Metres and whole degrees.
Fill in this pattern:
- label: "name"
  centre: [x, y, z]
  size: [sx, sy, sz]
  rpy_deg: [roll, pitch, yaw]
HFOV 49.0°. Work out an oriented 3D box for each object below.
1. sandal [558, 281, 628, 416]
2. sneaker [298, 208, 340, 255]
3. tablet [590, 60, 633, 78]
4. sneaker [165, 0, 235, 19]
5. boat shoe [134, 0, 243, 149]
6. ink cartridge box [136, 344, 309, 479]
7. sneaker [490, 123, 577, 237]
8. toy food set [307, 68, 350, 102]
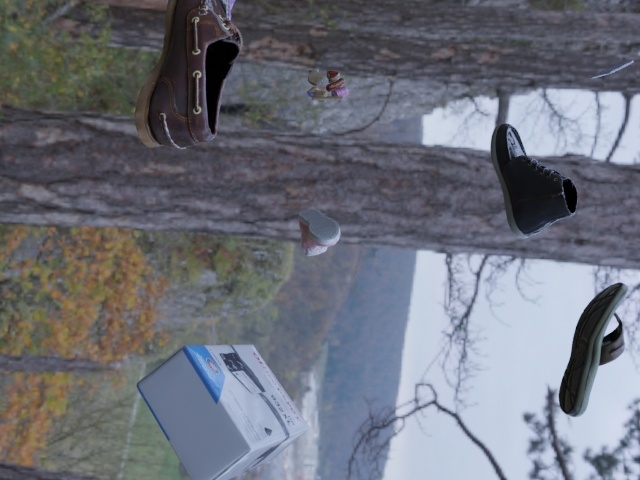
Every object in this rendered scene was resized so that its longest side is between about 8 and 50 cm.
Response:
- label: "sandal"
  centre: [0.592, 0.233, 1.495]
  size: [0.120, 0.086, 0.302]
  rpy_deg: [76, 33, -87]
- label: "sneaker"
  centre: [0.000, 0.000, 1.142]
  size: [0.134, 0.051, 0.070]
  rpy_deg: [-134, -145, -63]
- label: "tablet"
  centre: [0.575, -0.336, 1.389]
  size: [0.006, 0.054, 0.083]
  rpy_deg: [64, -2, -7]
- label: "sneaker"
  centre: [-0.175, -0.363, 0.880]
  size: [0.104, 0.095, 0.236]
  rpy_deg: [-63, 148, -10]
- label: "boat shoe"
  centre: [-0.107, -0.173, 0.653]
  size: [0.073, 0.073, 0.206]
  rpy_deg: [52, 41, -57]
- label: "ink cartridge box"
  centre: [-0.174, 0.322, 1.345]
  size: [0.223, 0.129, 0.307]
  rpy_deg: [53, 9, 17]
- label: "sneaker"
  centre: [0.385, -0.124, 1.257]
  size: [0.083, 0.118, 0.221]
  rpy_deg: [7, 67, -42]
- label: "toy food set"
  centre: [0.015, -0.275, 1.269]
  size: [0.122, 0.078, 0.019]
  rpy_deg: [-87, 175, -52]
